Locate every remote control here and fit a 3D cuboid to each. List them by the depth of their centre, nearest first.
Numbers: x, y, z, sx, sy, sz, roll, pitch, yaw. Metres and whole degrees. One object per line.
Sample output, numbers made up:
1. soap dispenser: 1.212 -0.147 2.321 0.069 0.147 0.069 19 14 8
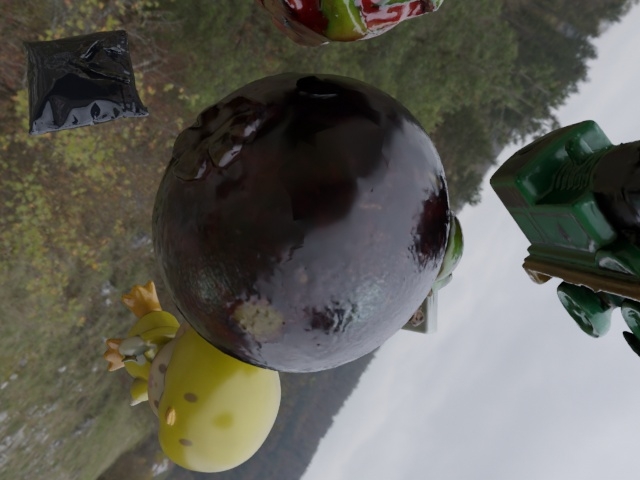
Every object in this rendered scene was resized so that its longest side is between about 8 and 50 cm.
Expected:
1. remote control: 0.135 0.038 0.860 0.088 0.029 0.189 2 -89 55

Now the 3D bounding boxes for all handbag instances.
1. handbag: -0.456 -0.312 1.128 0.211 0.254 0.088 -12 149 -15

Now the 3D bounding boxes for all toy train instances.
1. toy train: 0.342 -0.020 0.667 0.178 0.249 0.429 -36 -177 1

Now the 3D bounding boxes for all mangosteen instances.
1. mangosteen: 0.000 0.000 0.617 0.306 0.359 0.306 -24 -138 24

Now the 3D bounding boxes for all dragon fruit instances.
1. dragon fruit: -0.005 -0.272 0.499 0.198 0.200 0.269 -44 146 22

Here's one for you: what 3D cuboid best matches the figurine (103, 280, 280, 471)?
1. figurine: -0.205 0.190 0.880 0.187 0.344 0.215 -8 114 -42
